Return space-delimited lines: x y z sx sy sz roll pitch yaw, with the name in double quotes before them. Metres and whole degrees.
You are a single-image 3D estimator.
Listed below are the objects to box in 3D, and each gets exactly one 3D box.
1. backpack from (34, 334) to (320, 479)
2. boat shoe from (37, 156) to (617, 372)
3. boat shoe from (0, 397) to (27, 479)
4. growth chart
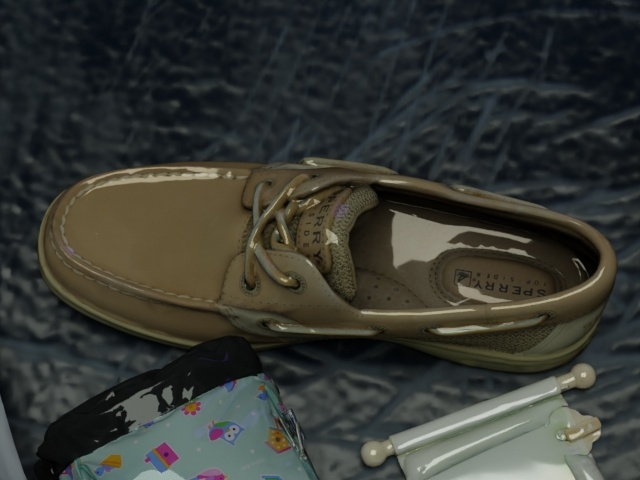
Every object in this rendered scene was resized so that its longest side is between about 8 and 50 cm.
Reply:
"backpack" -0.060 0.157 0.860 0.152 0.115 0.182 -27 74 -12
"boat shoe" 0.000 0.000 0.919 0.341 0.110 0.121 5 70 2
"boat shoe" -0.204 0.165 0.841 0.113 0.105 0.306 -35 66 33
"growth chart" 0.109 0.199 0.892 0.172 0.021 0.237 -14 70 -4
